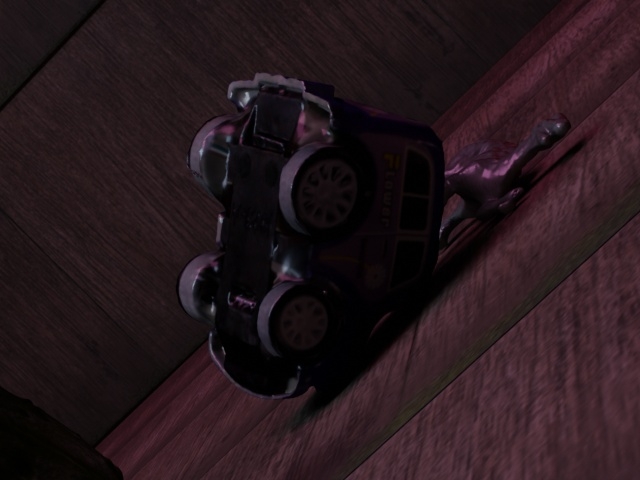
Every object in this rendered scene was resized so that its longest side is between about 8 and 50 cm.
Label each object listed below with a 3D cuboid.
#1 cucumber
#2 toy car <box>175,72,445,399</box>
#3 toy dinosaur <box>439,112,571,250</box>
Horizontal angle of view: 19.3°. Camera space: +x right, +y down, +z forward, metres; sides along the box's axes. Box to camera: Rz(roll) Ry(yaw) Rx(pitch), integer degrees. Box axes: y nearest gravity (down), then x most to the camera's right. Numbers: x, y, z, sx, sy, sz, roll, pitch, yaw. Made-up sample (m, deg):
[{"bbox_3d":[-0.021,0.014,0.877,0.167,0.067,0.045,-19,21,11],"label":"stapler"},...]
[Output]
[{"bbox_3d":[-0.190,0.158,1.152,0.134,0.244,0.134,-48,22,26],"label":"cucumber"},{"bbox_3d":[0.000,0.000,1.392,0.172,0.158,0.235,19,103,59],"label":"toy car"},{"bbox_3d":[0.129,-0.054,1.492,0.167,0.053,0.242,-43,3,12],"label":"toy dinosaur"}]
